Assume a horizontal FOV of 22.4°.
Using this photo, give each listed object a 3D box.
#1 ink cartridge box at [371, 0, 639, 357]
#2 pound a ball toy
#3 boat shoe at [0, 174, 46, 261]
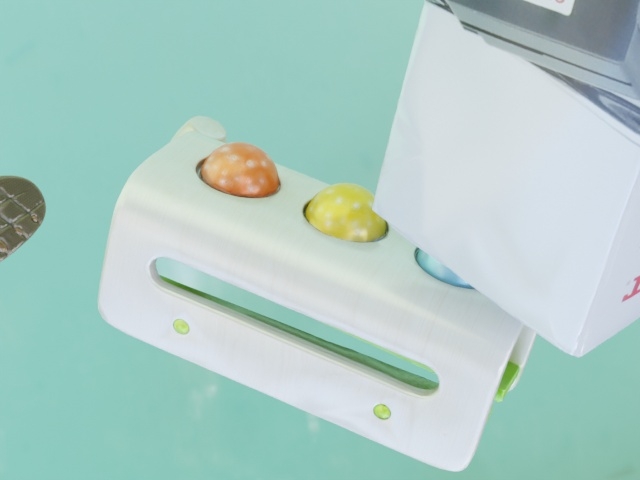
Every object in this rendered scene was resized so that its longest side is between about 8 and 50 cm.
[{"bbox_3d":[0.212,-0.170,0.881,0.285,0.166,0.395,-27,143,-39],"label":"ink cartridge box"},{"bbox_3d":[0.000,0.000,1.107,0.319,0.208,0.136,23,119,14],"label":"pound a ball toy"},{"bbox_3d":[-0.284,0.006,1.175,0.178,0.064,0.060,-33,-166,-13],"label":"boat shoe"}]
